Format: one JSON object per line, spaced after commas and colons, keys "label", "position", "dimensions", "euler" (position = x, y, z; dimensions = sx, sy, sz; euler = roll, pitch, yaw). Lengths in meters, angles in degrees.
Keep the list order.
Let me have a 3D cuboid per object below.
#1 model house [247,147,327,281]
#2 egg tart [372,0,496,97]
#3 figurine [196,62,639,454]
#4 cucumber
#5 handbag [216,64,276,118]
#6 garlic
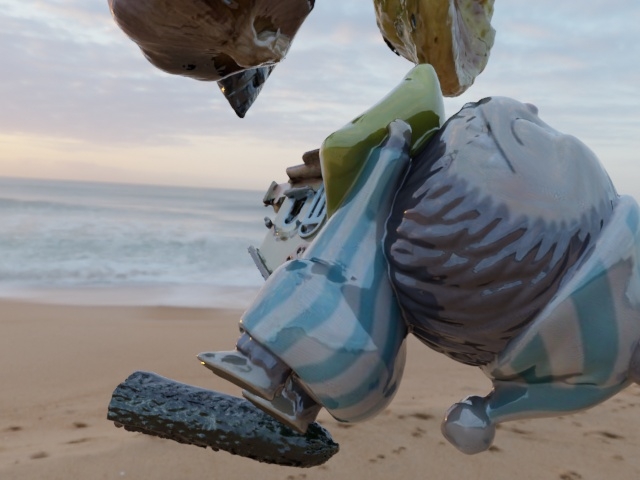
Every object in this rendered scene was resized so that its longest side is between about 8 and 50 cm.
{"label": "model house", "position": [0.000, 0.000, 0.896], "dimensions": [0.325, 0.245, 0.169], "euler": [-4, -36, 47]}
{"label": "egg tart", "position": [0.190, -0.419, 0.906], "dimensions": [0.168, 0.389, 0.387], "euler": [9, 7, 29]}
{"label": "figurine", "position": [0.157, 0.061, 0.479], "dimensions": [0.377, 0.361, 0.266], "euler": [26, -21, 33]}
{"label": "cucumber", "position": [-0.098, 0.193, 0.602], "dimensions": [0.245, 0.067, 0.067], "euler": [11, 6, 11]}
{"label": "handbag", "position": [-0.146, -0.363, 1.015], "dimensions": [0.088, 0.211, 0.254], "euler": [-11, 38, 28]}
{"label": "garlic", "position": [-0.109, -0.273, 0.648], "dimensions": [0.244, 0.161, 0.245], "euler": [-21, -22, -9]}
